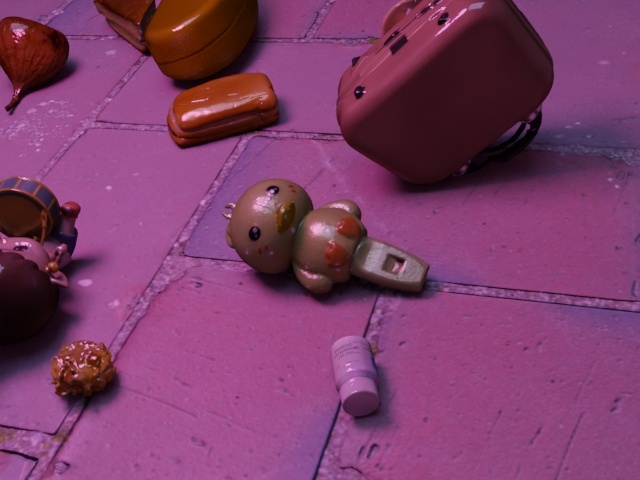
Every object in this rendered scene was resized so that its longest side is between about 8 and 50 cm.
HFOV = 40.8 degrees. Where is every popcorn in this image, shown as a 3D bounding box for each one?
[{"bbox_3d":[-0.301,0.163,1.081,0.082,0.057,0.083,22,52,35],"label":"popcorn"}]

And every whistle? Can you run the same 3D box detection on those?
[{"bbox_3d":[-0.004,-0.005,1.154,0.294,0.141,0.141,14,45,26],"label":"whistle"}]

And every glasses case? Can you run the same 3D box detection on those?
[{"bbox_3d":[-0.222,-0.450,1.728,0.173,0.141,0.371,-14,37,18],"label":"glasses case"}]

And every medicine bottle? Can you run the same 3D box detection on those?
[{"bbox_3d":[0.041,0.158,1.013,0.052,0.052,0.089,-10,40,0],"label":"medicine bottle"}]

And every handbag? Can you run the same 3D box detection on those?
[{"bbox_3d":[0.202,-0.213,1.269,0.302,0.283,0.149,-40,30,26],"label":"handbag"}]

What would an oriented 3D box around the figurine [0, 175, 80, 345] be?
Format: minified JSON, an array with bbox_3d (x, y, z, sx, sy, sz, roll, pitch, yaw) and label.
[{"bbox_3d":[-0.427,0.044,1.171,0.161,0.158,0.276,-12,38,13],"label":"figurine"}]

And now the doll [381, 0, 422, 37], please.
[{"bbox_3d":[0.211,-0.312,1.490,0.271,0.144,0.208,22,70,37],"label":"doll"}]

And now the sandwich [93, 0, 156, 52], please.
[{"bbox_3d":[-0.395,-0.477,1.838,0.088,0.090,0.244,-33,42,-18],"label":"sandwich"}]

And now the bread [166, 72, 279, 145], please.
[{"bbox_3d":[-0.176,-0.235,1.519,0.200,0.077,0.116,-15,48,-5],"label":"bread"}]

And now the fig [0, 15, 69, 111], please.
[{"bbox_3d":[-0.586,-0.342,1.726,0.146,0.133,0.201,7,81,-18],"label":"fig"}]
